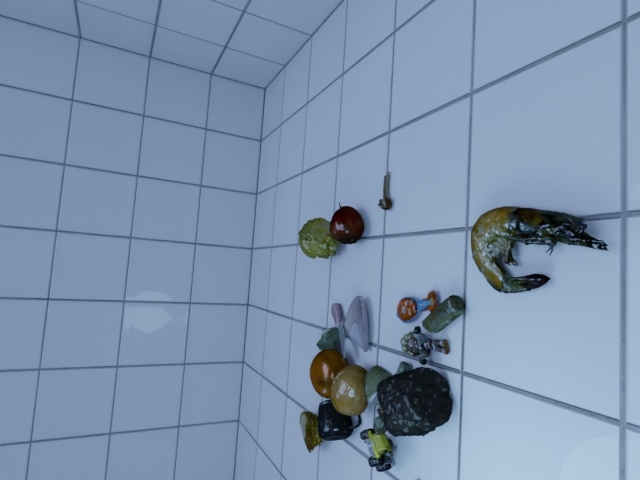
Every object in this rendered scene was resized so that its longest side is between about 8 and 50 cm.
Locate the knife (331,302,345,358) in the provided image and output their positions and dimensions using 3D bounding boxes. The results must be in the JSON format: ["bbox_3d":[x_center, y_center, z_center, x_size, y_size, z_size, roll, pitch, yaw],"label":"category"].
[{"bbox_3d":[0.104,0.444,2.062,0.336,0.043,0.081,-105,23,-52],"label":"knife"}]

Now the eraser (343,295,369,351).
[{"bbox_3d":[0.186,0.384,1.949,0.204,0.059,0.243,-157,71,-63],"label":"eraser"}]

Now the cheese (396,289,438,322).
[{"bbox_3d":[0.378,0.265,1.618,0.256,0.037,0.106,-38,53,56],"label":"cheese"}]

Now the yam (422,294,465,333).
[{"bbox_3d":[0.440,0.268,1.455,0.179,0.078,0.078,-58,36,40],"label":"yam"}]

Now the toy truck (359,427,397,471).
[{"bbox_3d":[0.244,0.829,1.614,0.286,0.111,0.136,59,-169,-50],"label":"toy truck"}]

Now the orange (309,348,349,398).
[{"bbox_3d":[0.052,0.663,2.032,0.240,0.171,0.240,-6,83,56],"label":"orange"}]

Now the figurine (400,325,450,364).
[{"bbox_3d":[0.383,0.392,1.519,0.197,0.093,0.147,-13,87,61],"label":"figurine"}]

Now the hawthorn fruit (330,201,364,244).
[{"bbox_3d":[0.129,-0.099,2.039,0.181,0.181,0.235,-41,53,54],"label":"hawthorn fruit"}]

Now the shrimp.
[{"bbox_3d":[0.602,0.031,1.182,0.445,0.085,0.272,-178,89,-66],"label":"shrimp"}]

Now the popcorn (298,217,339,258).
[{"bbox_3d":[0.000,0.000,2.254,0.212,0.259,0.259,92,169,-58],"label":"popcorn"}]

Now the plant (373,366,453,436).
[{"bbox_3d":[0.312,0.602,1.484,0.312,0.215,0.213,126,145,-50],"label":"plant"}]

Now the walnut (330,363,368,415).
[{"bbox_3d":[0.141,0.672,1.832,0.195,0.195,0.222,43,119,58],"label":"walnut"}]

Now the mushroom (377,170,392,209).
[{"bbox_3d":[0.298,-0.228,1.869,0.060,0.061,0.187,147,129,-63],"label":"mushroom"}]

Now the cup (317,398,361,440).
[{"bbox_3d":[0.091,0.855,1.959,0.223,0.169,0.176,-23,49,21],"label":"cup"}]

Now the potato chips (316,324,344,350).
[{"bbox_3d":[0.058,0.531,2.169,0.167,0.059,0.228,48,127,50],"label":"potato chips"}]

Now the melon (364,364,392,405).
[{"bbox_3d":[0.266,0.613,1.740,0.139,0.093,0.202,-28,25,28],"label":"melon"}]

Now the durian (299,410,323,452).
[{"bbox_3d":[-0.042,1.023,2.192,0.183,0.138,0.249,68,165,-10],"label":"durian"}]

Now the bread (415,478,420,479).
[{"bbox_3d":[0.355,0.973,1.524,0.068,0.028,0.154,52,132,52],"label":"bread"}]

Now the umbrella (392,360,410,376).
[{"bbox_3d":[0.321,0.556,1.644,0.062,0.067,0.143,31,109,29],"label":"umbrella"}]
